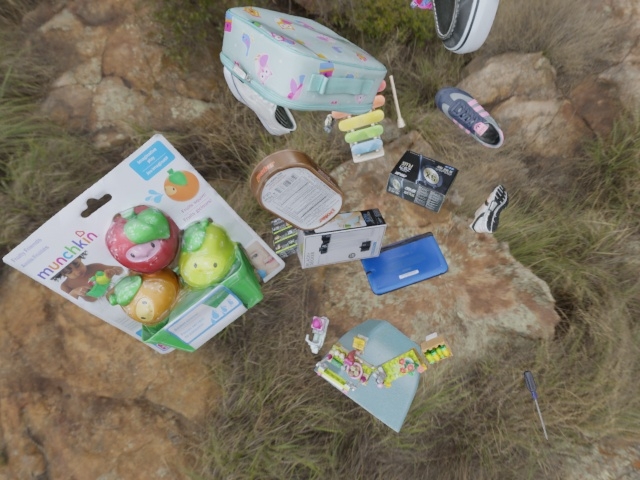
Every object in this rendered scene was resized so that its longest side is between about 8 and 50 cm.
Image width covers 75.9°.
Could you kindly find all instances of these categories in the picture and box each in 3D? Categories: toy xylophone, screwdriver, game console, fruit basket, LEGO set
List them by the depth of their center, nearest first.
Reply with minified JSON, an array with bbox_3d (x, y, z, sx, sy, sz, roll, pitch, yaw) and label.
[{"bbox_3d":[-0.281,0.046,0.732,0.327,0.353,0.165,-37,43,3],"label":"fruit basket"},{"bbox_3d":[0.098,0.232,0.784,0.286,0.107,0.132,5,91,23],"label":"LEGO set"},{"bbox_3d":[0.561,0.425,1.068,0.024,0.025,0.170,-11,82,0],"label":"screwdriver"},{"bbox_3d":[0.164,-0.439,1.419,0.236,0.323,0.081,-20,37,13],"label":"toy xylophone"},{"bbox_3d":[0.311,0.086,1.605,0.292,0.173,0.251,-19,61,2],"label":"game console"}]

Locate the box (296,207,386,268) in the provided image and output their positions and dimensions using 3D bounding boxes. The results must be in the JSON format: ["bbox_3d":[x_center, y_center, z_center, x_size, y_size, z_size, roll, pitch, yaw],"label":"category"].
[{"bbox_3d":[0.067,-0.006,1.420,0.289,0.169,0.087,-7,48,-14],"label":"box"}]

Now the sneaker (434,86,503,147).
[{"bbox_3d":[0.570,-0.460,1.541,0.318,0.131,0.112,27,122,-19],"label":"sneaker"}]

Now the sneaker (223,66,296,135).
[{"bbox_3d":[-0.152,-0.393,1.123,0.091,0.258,0.094,7,67,38],"label":"sneaker"}]

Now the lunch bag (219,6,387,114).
[{"bbox_3d":[-0.027,-0.311,0.733,0.224,0.279,0.108,46,130,25],"label":"lunch bag"}]

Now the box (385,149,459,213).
[{"bbox_3d":[0.318,-0.188,1.288,0.180,0.078,0.147,26,52,16],"label":"box"}]

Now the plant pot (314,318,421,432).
[{"bbox_3d":[0.167,0.388,1.287,0.247,0.248,0.252,37,75,-6],"label":"plant pot"}]

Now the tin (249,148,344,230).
[{"bbox_3d":[-0.033,-0.074,0.664,0.106,0.189,0.040,-35,57,18],"label":"tin"}]

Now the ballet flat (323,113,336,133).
[{"bbox_3d":[0.038,-0.446,1.527,0.041,0.041,0.115,7,50,17],"label":"ballet flat"}]

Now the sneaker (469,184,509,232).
[{"bbox_3d":[0.297,-0.057,0.725,0.040,0.043,0.109,47,62,-18],"label":"sneaker"}]

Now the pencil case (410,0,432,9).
[{"bbox_3d":[0.348,-0.693,1.137,0.104,0.236,0.105,30,134,37],"label":"pencil case"}]

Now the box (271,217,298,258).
[{"bbox_3d":[-0.090,-0.037,1.568,0.190,0.045,0.184,-22,48,9],"label":"box"}]

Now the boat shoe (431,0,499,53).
[{"bbox_3d":[0.164,-0.425,0.547,0.118,0.121,0.336,-17,120,-11],"label":"boat shoe"}]
